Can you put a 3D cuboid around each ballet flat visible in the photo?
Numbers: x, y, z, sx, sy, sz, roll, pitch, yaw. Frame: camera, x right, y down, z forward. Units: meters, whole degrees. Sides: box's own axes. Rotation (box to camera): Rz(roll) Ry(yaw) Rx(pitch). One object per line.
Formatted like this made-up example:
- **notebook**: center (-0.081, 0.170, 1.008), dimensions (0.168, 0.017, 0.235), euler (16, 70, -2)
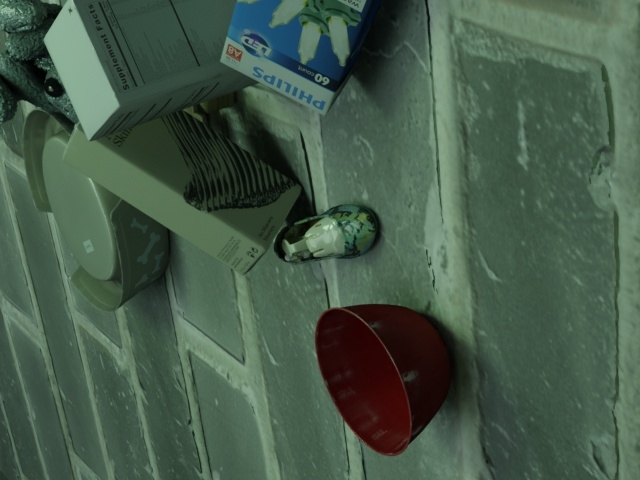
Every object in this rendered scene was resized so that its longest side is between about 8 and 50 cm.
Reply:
- **ballet flat**: center (0.000, 0.000, 1.539), dimensions (0.188, 0.070, 0.070), euler (-19, 94, 62)

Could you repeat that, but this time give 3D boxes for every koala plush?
- **koala plush**: center (-0.364, -0.240, 1.903), dimensions (0.221, 0.203, 0.196), euler (32, 109, 28)

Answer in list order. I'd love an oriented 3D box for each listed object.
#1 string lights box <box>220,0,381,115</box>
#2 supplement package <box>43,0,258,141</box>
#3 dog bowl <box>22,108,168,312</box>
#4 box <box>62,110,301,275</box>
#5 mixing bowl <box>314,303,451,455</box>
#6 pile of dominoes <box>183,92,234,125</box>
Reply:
- **string lights box**: center (-0.006, -0.255, 1.288), dimensions (0.133, 0.077, 0.260), euler (27, 145, 3)
- **supplement package**: center (-0.169, -0.228, 1.471), dimensions (0.134, 0.244, 0.139), euler (-29, 85, 62)
- **dog bowl**: center (-0.364, -0.061, 2.095), dimensions (0.349, 0.102, 0.349), euler (41, 143, 41)
- **box**: center (-0.171, -0.083, 1.592), dimensions (0.275, 0.113, 0.094), euler (32, 150, -8)
- **mixing bowl**: center (0.084, 0.143, 1.459), dimensions (0.181, 0.098, 0.181), euler (40, 142, 42)
- **pile of dominoes**: center (-0.185, -0.254, 1.731), dimensions (0.251, 0.040, 0.196), euler (52, 151, 42)
